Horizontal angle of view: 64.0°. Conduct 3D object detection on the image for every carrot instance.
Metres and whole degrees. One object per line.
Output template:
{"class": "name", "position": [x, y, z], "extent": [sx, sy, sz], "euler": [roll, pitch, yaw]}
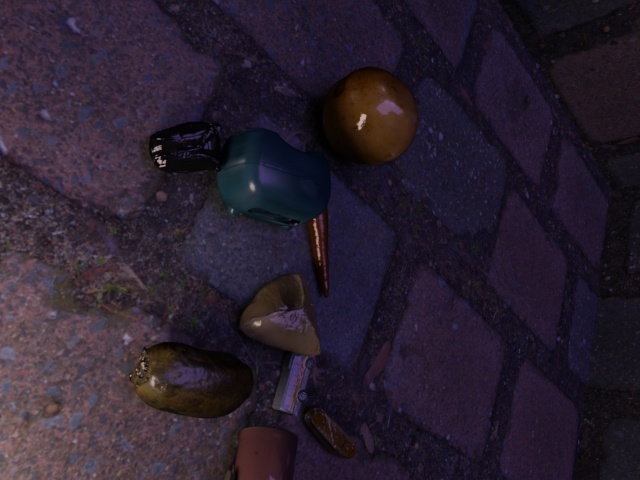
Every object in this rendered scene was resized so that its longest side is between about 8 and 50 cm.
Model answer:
{"class": "carrot", "position": [0.000, 0.000, 1.499], "extent": [0.069, 0.069, 0.336], "euler": [-10, 94, -43]}

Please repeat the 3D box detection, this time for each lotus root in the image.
{"class": "lotus root", "position": [-0.274, 0.313, 1.138], "extent": [0.275, 0.160, 0.152], "euler": [20, 60, -39]}

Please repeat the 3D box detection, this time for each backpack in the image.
{"class": "backpack", "position": [-0.319, -0.219, 1.210], "extent": [0.165, 0.106, 0.120], "euler": [-6, 102, -23]}

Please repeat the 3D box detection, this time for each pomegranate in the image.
{"class": "pomegranate", "position": [0.145, -0.371, 1.528], "extent": [0.307, 0.307, 0.307], "euler": [7, 79, -42]}

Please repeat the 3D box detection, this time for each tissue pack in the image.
{"class": "tissue pack", "position": [-0.115, -0.145, 1.317], "extent": [0.287, 0.198, 0.206], "euler": [16, 72, -45]}

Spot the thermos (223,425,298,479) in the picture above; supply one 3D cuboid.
{"class": "thermos", "position": [-0.149, 0.576, 1.175], "extent": [0.176, 0.146, 0.265], "euler": [27, 47, -22]}

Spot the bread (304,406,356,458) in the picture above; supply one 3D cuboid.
{"class": "bread", "position": [0.023, 0.546, 1.446], "extent": [0.214, 0.053, 0.073], "euler": [51, 50, -22]}

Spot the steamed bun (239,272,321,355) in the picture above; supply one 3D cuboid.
{"class": "steamed bun", "position": [-0.085, 0.176, 1.343], "extent": [0.231, 0.110, 0.212], "euler": [21, 57, -27]}

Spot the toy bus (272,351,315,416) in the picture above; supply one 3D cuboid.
{"class": "toy bus", "position": [-0.070, 0.371, 1.383], "extent": [0.075, 0.064, 0.190], "euler": [24, 68, -25]}
